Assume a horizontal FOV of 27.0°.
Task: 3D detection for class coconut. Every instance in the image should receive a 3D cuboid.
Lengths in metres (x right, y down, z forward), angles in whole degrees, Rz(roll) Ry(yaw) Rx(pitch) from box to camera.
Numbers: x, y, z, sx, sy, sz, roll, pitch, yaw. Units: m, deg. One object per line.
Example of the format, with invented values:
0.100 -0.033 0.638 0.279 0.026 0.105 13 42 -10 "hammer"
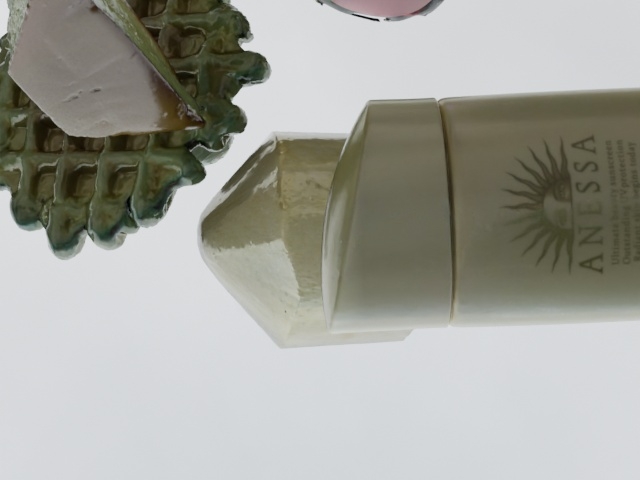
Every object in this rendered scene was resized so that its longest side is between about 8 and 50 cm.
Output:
0.000 0.000 1.204 0.222 0.202 0.202 0 -109 -3 "coconut"

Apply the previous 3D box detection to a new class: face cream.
0.172 -0.025 0.980 0.349 0.081 0.173 -2 -93 -5 "face cream"

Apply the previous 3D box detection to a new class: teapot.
-0.111 -0.115 1.282 0.064 0.064 0.083 2 -81 6 "teapot"

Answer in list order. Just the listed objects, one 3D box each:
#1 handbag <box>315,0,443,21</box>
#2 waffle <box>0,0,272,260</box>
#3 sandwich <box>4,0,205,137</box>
0.051 -0.309 1.278 0.179 0.205 0.116 8 -130 -4 "handbag"
-0.200 -0.142 1.246 0.292 0.056 0.309 -46 -120 7 "waffle"
-0.188 -0.157 1.064 0.096 0.258 0.094 -22 -124 10 "sandwich"
